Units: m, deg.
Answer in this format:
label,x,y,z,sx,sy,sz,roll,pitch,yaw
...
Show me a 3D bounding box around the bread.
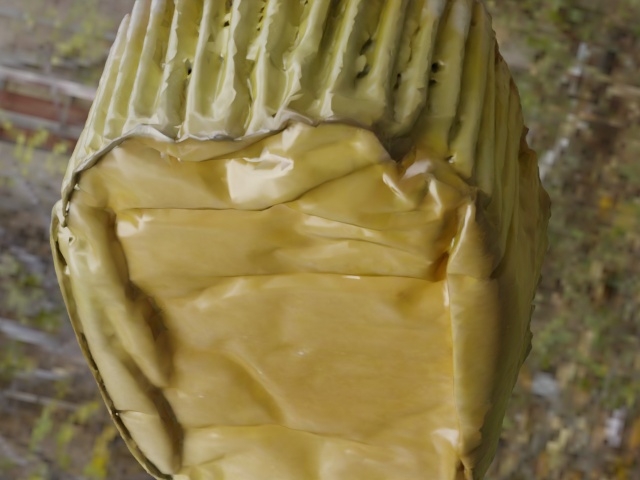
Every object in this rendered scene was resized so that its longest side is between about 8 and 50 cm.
label,x,y,z,sx,sy,sz,roll,pitch,yaw
bread,0.000,0.000,0.665,0.133,0.179,0.250,-82,-17,-44
